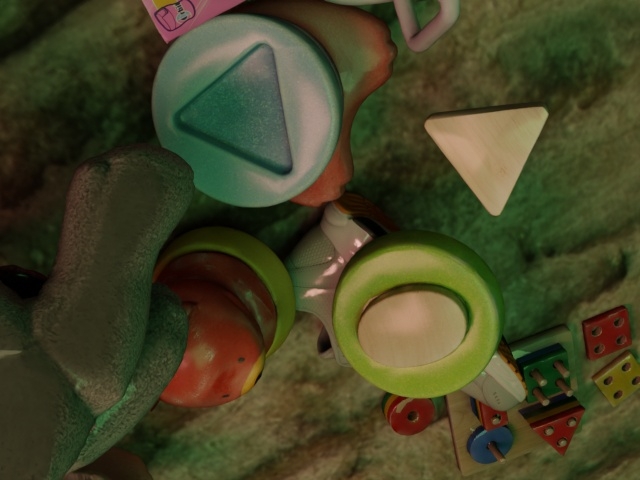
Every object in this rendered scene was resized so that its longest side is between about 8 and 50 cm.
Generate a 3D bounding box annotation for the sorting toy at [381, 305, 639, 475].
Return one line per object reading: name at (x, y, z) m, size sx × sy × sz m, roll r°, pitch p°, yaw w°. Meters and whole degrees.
sorting toy at (0.201, 0.162, 0.974) m, size 0.275 × 0.046 × 0.132 m, roll -19°, pitch 121°, yaw -9°

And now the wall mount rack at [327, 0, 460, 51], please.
wall mount rack at (0.130, -0.295, 0.673) m, size 0.350 × 0.130 × 0.304 m, roll -14°, pitch 85°, yaw -12°

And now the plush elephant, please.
plush elephant at (-0.228, 0.102, 0.620) m, size 0.272 × 0.255 × 0.329 m, roll -3°, pitch 80°, yaw -28°

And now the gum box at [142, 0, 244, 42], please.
gum box at (-0.083, -0.213, 0.566) m, size 0.107 × 0.062 × 0.188 m, roll -29°, pitch 148°, yaw -3°

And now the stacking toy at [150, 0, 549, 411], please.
stacking toy at (0.000, 0.000, 0.707) m, size 0.280 × 0.130 × 0.308 m, roll 15°, pitch 112°, yaw 9°

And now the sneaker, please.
sneaker at (0.066, 0.075, 0.866) m, size 0.121 × 0.099 × 0.262 m, roll -42°, pitch 114°, yaw 15°
